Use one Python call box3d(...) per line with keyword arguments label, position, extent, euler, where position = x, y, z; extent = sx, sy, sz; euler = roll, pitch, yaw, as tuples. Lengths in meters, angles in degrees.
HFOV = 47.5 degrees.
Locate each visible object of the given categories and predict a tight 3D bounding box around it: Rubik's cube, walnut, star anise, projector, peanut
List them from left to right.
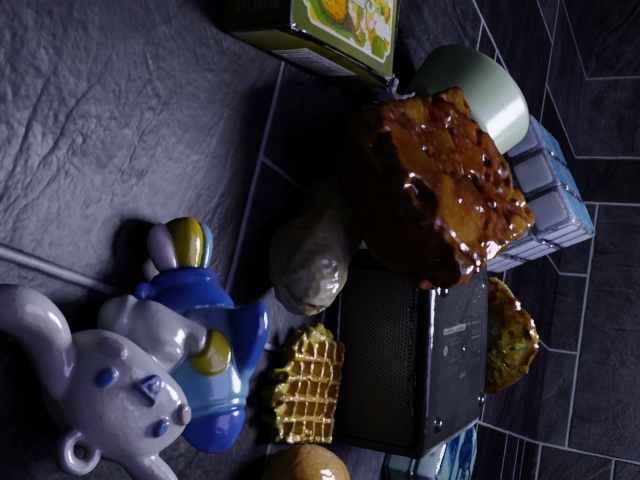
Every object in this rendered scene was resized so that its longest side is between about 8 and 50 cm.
box3d(label="walnut", position=(-0.027, 0.438, 1.286), extent=(0.206, 0.159, 0.159), euler=(42, 58, -57))
box3d(label="peanut", position=(0.000, 0.000, 1.291), extent=(0.313, 0.149, 0.149), euler=(-60, 142, -43))
box3d(label="star anise", position=(0.121, -0.280, 1.505), extent=(0.236, 0.093, 0.229), euler=(-16, 107, -55))
box3d(label="projector", position=(0.209, 0.219, 1.582), extent=(0.395, 0.242, 0.405), euler=(1, 92, -59))
box3d(label="Rubik's cube", position=(0.497, -0.105, 1.893), extent=(0.301, 0.303, 0.305), euler=(9, 58, -61))

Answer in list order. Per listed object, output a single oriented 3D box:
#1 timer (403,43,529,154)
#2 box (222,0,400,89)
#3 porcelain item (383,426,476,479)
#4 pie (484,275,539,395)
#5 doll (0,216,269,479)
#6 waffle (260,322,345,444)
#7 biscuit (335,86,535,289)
box3d(label="timer", position=(0.264, -0.232, 1.642), extent=(0.315, 0.290, 0.291), euler=(-47, 137, -17))
box3d(label="box", position=(0.009, -0.502, 1.233), extent=(0.373, 0.138, 0.420), euler=(5, 89, -60))
box3d(label="porcelain item", position=(0.290, 0.560, 1.861), extent=(0.281, 0.157, 0.286), euler=(-64, 144, -30))
box3d(label="pie", position=(0.367, 0.240, 1.785), extent=(0.103, 0.354, 0.288), euler=(-15, 86, -53))
box3d(label="doll", position=(-0.194, 0.153, 0.921), extent=(0.365, 0.187, 0.376), euler=(-46, 133, -49))
box3d(label="waffle", position=(-0.035, 0.263, 1.344), extent=(0.219, 0.057, 0.229), euler=(22, 74, -59))
box3d(label="biscuit", position=(0.211, -0.099, 1.352), extent=(0.395, 0.166, 0.343), euler=(-23, 86, -51))
